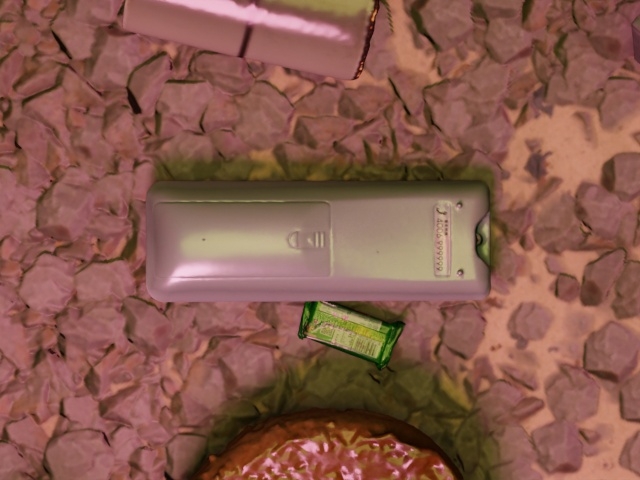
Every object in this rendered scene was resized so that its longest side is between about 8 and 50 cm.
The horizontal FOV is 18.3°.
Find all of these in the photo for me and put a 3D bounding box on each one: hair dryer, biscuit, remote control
[{"bbox_3d":[-0.025,-0.318,1.561,0.203,0.128,0.362,12,109,-4],"label":"hair dryer"},{"bbox_3d":[0.000,0.276,1.688,0.296,0.075,0.296,-1,102,-5],"label":"biscuit"},{"bbox_3d":[0.000,0.000,1.665,0.293,0.051,0.103,0,88,-7],"label":"remote control"},{"bbox_3d":[0.023,0.077,1.695,0.089,0.016,0.046,20,93,-7],"label":"biscuit"}]

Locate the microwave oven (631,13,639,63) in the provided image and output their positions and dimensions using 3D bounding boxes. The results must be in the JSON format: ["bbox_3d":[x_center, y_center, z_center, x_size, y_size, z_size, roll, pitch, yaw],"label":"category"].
[{"bbox_3d":[0.368,-0.141,1.604,0.208,0.162,0.122,43,93,11],"label":"microwave oven"}]
